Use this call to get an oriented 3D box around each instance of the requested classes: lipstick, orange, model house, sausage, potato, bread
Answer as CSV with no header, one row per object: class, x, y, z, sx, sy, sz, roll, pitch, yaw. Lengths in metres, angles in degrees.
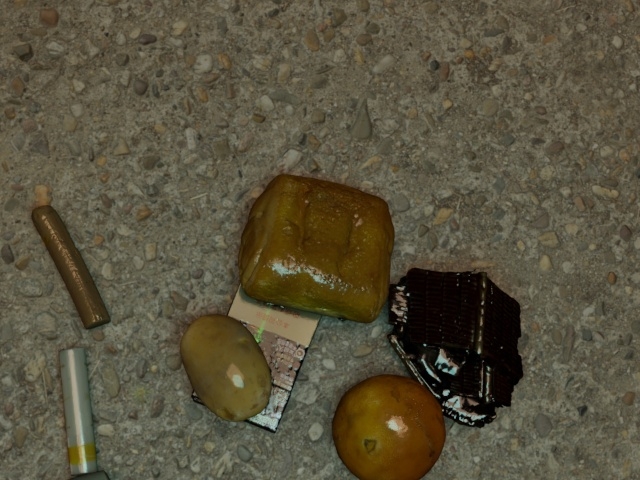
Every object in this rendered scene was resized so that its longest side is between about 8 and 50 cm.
lipstick,-0.514,0.360,1.775,0.059,0.059,0.264,-7,78,-7
orange,0.142,0.396,1.748,0.239,0.240,0.240,1,77,-5
model house,0.284,0.224,1.770,0.297,0.282,0.317,9,76,-4
sausage,-0.551,0.056,1.838,0.065,0.066,0.301,-26,81,-11
potato,-0.189,0.255,1.711,0.150,0.146,0.234,-24,78,-41
bread,0.002,-0.004,1.819,0.336,0.148,0.328,16,56,-5

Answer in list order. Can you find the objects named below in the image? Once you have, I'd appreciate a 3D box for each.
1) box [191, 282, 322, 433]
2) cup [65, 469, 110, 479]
box,-0.132,0.239,1.828,0.198,0.084,0.310,22,75,-1
cup,-0.492,0.599,1.646,0.234,0.186,0.258,-24,57,-17
